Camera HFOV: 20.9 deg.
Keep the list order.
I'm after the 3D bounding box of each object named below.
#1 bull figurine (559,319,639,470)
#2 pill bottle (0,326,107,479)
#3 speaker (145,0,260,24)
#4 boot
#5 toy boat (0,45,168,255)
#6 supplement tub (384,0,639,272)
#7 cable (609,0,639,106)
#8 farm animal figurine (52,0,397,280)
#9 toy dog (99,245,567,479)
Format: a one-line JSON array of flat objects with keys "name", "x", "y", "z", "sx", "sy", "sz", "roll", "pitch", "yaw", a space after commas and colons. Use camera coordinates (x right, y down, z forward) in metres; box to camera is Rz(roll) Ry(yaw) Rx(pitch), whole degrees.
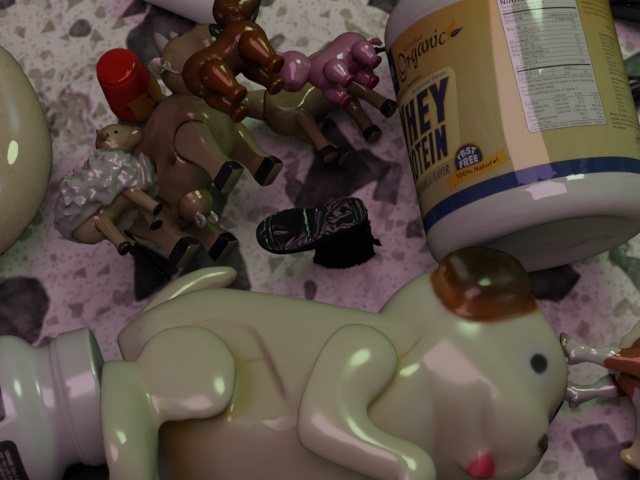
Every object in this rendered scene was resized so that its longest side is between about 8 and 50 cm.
[{"name": "bull figurine", "x": 0.327, "y": 0.163, "z": 1.643, "sx": 0.188, "sy": 0.101, "sz": 0.310, "roll": -5, "pitch": 66, "yaw": 1}, {"name": "pill bottle", "x": -0.338, "y": 0.182, "z": 1.654, "sx": 0.278, "sy": 0.162, "sz": 0.162, "roll": -15, "pitch": 66, "yaw": -3}, {"name": "speaker", "x": -0.138, "y": -0.269, "z": 1.893, "sx": 0.136, "sy": 0.055, "sz": 0.055, "roll": 23, "pitch": 70, "yaw": 14}, {"name": "boot", "x": 0.000, "y": 0.000, "z": 1.741, "sx": 0.121, "sy": 0.099, "sz": 0.045, "roll": -16, "pitch": 67, "yaw": -1}, {"name": "toy boat", "x": -0.307, "y": -0.102, "z": 1.800, "sx": 0.318, "sy": 0.148, "sz": 0.267, "roll": -18, "pitch": 61, "yaw": 5}, {"name": "supplement tub", "x": 0.188, "y": -0.143, "z": 1.699, "sx": 0.228, "sy": 0.228, "sz": 0.316, "roll": -11, "pitch": 74, "yaw": -1}, {"name": "cable", "x": 0.305, "y": -0.211, "z": 1.844, "sx": 0.184, "sy": 0.047, "sz": 0.150, "roll": -2, "pitch": 61, "yaw": 8}, {"name": "farm animal figurine", "x": -0.104, "y": -0.121, "z": 1.729, "sx": 0.172, "sy": 0.330, "sz": 0.327, "roll": 43, "pitch": 99, "yaw": 23}, {"name": "toy dog", "x": 0.028, "y": 0.160, "z": 1.606, "sx": 0.408, "sy": 0.284, "sz": 0.395, "roll": -12, "pitch": 31, "yaw": 1}]
